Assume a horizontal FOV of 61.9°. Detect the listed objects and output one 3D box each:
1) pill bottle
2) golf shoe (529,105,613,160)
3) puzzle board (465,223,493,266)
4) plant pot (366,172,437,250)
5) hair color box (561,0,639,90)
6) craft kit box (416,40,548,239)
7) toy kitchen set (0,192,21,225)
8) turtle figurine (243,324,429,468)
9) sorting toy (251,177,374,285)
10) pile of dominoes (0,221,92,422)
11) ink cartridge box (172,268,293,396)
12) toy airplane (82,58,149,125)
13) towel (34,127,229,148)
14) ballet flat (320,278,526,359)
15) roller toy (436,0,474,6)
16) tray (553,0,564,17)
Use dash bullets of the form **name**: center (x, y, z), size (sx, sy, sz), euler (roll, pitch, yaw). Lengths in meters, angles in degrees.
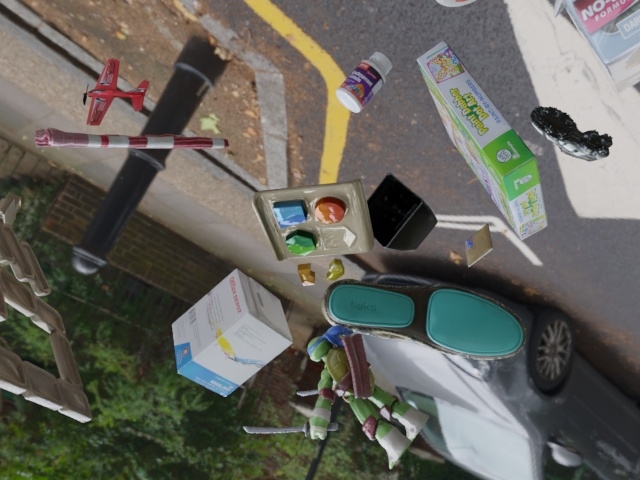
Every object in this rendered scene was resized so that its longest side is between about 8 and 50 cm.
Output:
- **pill bottle**: center (0.151, -0.536, 1.796), size (0.108, 0.193, 0.108), euler (39, 174, 5)
- **golf shoe**: center (0.571, -0.239, 1.251), size (0.198, 0.077, 0.094), euler (33, 170, 9)
- **puzzle board**: center (0.486, 0.014, 1.636), size (0.011, 0.128, 0.096), euler (34, 125, -15)
- **plant pot**: center (0.261, -0.071, 1.709), size (0.167, 0.187, 0.188), euler (25, -163, -42)
- **hair color box**: center (0.356, -0.255, 0.532), size (0.185, 0.113, 0.374), euler (-31, 173, 32)
- **craft kit box**: center (0.259, -0.148, 0.837), size (0.250, 0.061, 0.246), euler (38, -159, -57)
- **toy kitchen set**: center (-0.502, -0.048, 0.794), size (0.075, 0.083, 0.068), euler (26, 147, -16)
- **turtle figurine**: center (0.053, 0.335, 1.056), size (0.266, 0.274, 0.198), euler (36, 176, 20)
- **sorting toy**: center (0.000, 0.000, 1.166), size (0.229, 0.041, 0.307), euler (-8, 137, 9)
- **pile of dominoes**: center (-0.270, 0.038, 0.414), size (0.196, 0.040, 0.251), euler (59, 166, 25)
- **ink cartridge box**: center (-0.218, 0.228, 1.319), size (0.168, 0.233, 0.171), euler (42, -167, -36)
- **toy airplane**: center (-0.387, -0.280, 1.014), size (0.151, 0.151, 0.028), euler (16, 165, 22)
- **towel**: center (-0.383, -0.203, 1.078), size (0.329, 0.037, 0.237), euler (-6, -168, -34)
- **ballet flat**: center (0.243, 0.187, 1.321), size (0.483, 0.163, 0.182), euler (9, 169, 7)
- **roller toy**: center (0.320, -0.650, 1.218), size (0.209, 0.146, 0.191), euler (-24, 164, 8)
- **tray**: center (0.562, -0.589, 1.066), size (0.030, 0.270, 0.145), euler (42, -174, 14)
